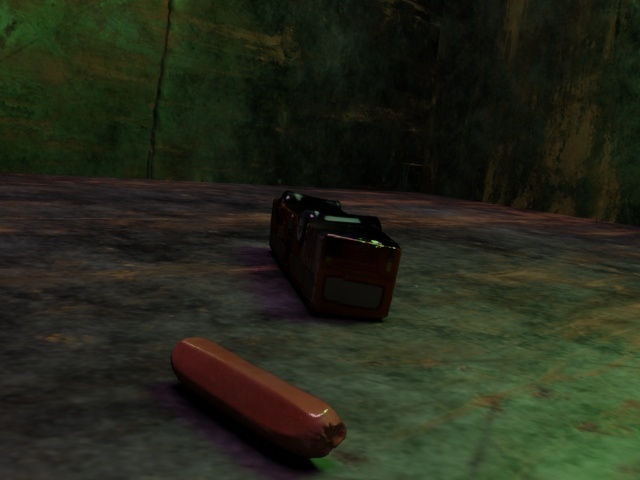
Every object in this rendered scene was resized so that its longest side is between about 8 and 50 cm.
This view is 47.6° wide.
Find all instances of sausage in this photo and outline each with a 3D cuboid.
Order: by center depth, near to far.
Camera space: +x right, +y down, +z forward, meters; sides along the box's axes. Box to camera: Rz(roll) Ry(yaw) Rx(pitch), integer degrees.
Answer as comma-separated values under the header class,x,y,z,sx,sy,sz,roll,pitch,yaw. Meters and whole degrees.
class,x,y,z,sx,sy,sz,roll,pitch,yaw
sausage,-0.043,0.085,0.410,0.147,0.035,0.030,12,-22,49

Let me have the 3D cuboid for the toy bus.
class,x,y,z,sx,sy,sz,roll,pitch,yaw
toy bus,0.000,0.000,0.870,0.093,0.092,0.409,8,7,-10
